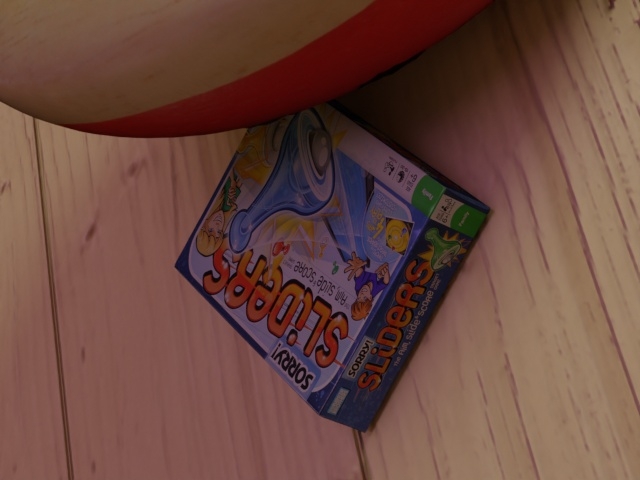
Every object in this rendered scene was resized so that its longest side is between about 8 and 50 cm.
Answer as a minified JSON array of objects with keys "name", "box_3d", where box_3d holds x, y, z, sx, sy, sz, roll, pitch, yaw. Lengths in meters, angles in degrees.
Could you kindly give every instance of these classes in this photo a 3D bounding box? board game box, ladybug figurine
[{"name":"board game box","box_3d":[0.000,0.000,1.063,0.136,0.035,0.201,-62,34,8]},{"name":"ladybug figurine","box_3d":[-0.019,-0.184,1.051,0.449,0.162,0.305,-16,44,42]}]
